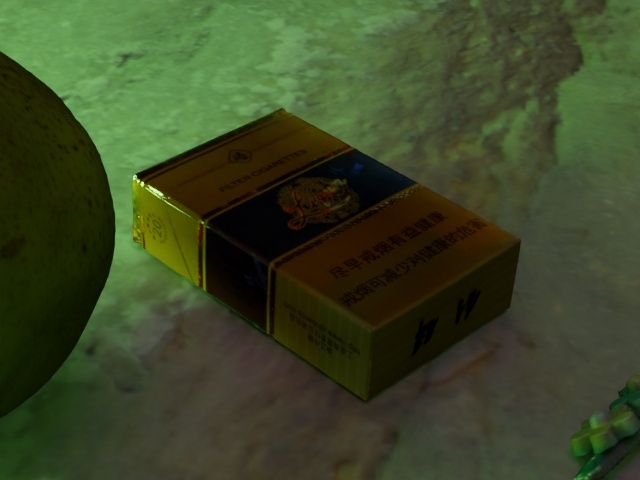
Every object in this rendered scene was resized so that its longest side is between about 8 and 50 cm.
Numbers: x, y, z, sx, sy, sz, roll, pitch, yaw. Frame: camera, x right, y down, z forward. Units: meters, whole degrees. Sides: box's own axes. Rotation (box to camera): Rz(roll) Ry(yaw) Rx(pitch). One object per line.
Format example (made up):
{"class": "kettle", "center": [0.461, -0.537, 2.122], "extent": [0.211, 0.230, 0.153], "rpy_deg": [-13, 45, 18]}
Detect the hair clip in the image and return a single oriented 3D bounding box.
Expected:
{"class": "hair clip", "center": [0.209, 0.100, 0.836], "extent": [0.173, 0.049, 0.049], "rpy_deg": [-26, 44, -34]}

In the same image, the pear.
{"class": "pear", "center": [-0.264, -0.005, 0.751], "extent": [0.294, 0.294, 0.294], "rpy_deg": [2, 35, -1]}

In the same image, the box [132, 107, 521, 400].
{"class": "box", "center": [0.000, -0.001, 0.937], "extent": [0.237, 0.070, 0.152], "rpy_deg": [29, 43, 35]}
